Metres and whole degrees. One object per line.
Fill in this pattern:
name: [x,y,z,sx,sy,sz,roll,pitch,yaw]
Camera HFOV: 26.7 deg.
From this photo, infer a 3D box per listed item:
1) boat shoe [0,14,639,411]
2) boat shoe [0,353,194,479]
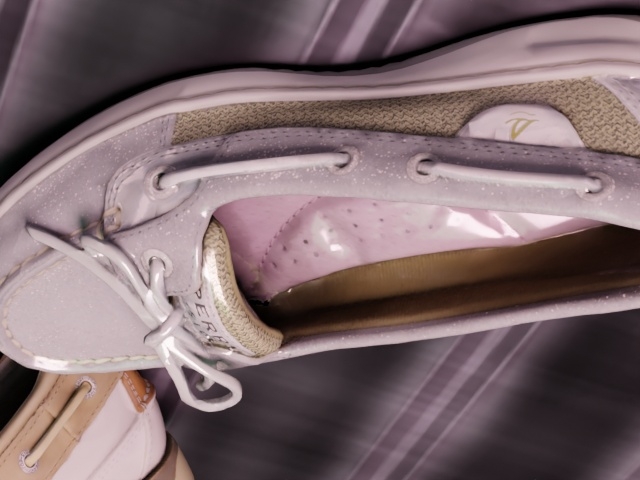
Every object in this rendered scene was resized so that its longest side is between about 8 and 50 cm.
boat shoe: [0.002,0.001,0.530,0.320,0.103,0.118,-10,134,13]
boat shoe: [-0.192,0.142,0.578,0.113,0.302,0.103,-3,116,46]
